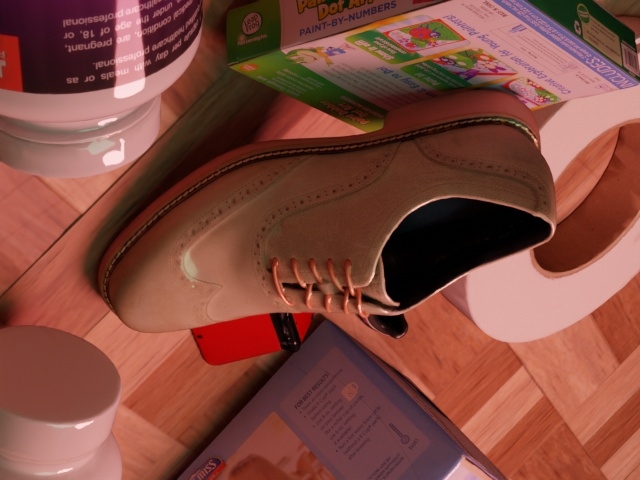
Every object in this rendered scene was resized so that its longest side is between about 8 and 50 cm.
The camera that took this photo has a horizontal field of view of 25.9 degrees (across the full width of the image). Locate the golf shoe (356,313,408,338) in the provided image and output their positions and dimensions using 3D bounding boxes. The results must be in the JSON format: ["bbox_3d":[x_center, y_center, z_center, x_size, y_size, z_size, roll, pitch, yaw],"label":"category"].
[{"bbox_3d":[0.050,0.023,1.360,0.067,0.086,0.186,-37,142,-12],"label":"golf shoe"}]

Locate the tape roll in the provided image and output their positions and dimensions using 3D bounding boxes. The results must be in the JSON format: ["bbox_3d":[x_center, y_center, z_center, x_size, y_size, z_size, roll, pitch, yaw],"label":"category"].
[{"bbox_3d":[0.286,-0.060,1.536,0.392,0.072,0.392,-28,141,-26],"label":"tape roll"}]

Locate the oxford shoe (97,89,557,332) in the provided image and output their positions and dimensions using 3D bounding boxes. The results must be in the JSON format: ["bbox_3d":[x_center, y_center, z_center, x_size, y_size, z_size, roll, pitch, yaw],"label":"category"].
[{"bbox_3d":[0.000,0.000,1.140,0.397,0.146,0.140,-22,131,9],"label":"oxford shoe"}]

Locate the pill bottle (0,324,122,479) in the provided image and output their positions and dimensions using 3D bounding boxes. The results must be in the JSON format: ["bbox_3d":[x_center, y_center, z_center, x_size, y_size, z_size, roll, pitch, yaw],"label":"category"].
[{"bbox_3d":[-0.260,0.226,1.159,0.169,0.169,0.301,-9,130,-41],"label":"pill bottle"}]

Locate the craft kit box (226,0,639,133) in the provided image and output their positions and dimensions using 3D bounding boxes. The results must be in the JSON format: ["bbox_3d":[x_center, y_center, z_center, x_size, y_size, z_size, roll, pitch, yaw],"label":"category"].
[{"bbox_3d":[0.095,-0.155,1.129,0.246,0.061,0.250,-14,160,32],"label":"craft kit box"}]

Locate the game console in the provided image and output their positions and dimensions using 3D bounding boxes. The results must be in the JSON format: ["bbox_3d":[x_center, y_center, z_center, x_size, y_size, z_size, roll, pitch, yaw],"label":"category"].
[{"bbox_3d":[-0.063,0.041,1.321,0.144,0.085,0.124,75,33,-51],"label":"game console"}]

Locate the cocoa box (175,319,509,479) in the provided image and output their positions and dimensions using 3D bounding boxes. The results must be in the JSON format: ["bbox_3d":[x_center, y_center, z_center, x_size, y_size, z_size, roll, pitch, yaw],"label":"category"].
[{"bbox_3d":[0.002,0.303,1.450,0.347,0.231,0.228,-47,145,1],"label":"cocoa box"}]

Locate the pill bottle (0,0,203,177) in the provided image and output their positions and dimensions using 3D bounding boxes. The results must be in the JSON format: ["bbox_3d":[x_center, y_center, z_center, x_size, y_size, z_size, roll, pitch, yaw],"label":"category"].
[{"bbox_3d":[-0.161,-0.200,0.842,0.181,0.181,0.323,-24,138,-29],"label":"pill bottle"}]

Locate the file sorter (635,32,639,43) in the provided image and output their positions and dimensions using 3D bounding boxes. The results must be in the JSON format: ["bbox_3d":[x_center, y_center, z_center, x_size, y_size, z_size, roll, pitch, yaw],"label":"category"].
[{"bbox_3d":[0.256,-0.336,1.154,0.193,0.173,0.278,-34,142,-19],"label":"file sorter"}]
